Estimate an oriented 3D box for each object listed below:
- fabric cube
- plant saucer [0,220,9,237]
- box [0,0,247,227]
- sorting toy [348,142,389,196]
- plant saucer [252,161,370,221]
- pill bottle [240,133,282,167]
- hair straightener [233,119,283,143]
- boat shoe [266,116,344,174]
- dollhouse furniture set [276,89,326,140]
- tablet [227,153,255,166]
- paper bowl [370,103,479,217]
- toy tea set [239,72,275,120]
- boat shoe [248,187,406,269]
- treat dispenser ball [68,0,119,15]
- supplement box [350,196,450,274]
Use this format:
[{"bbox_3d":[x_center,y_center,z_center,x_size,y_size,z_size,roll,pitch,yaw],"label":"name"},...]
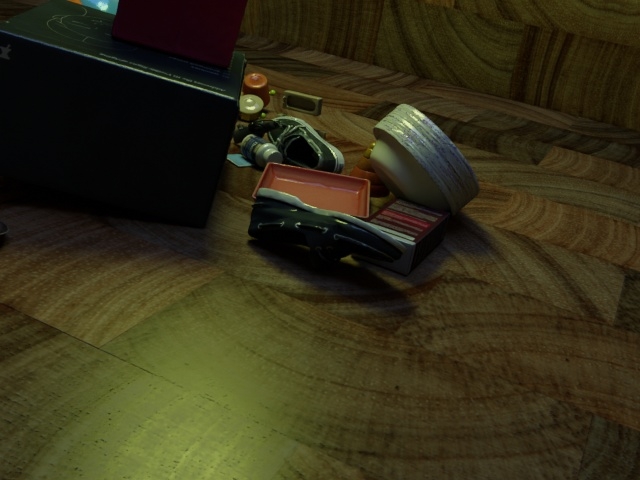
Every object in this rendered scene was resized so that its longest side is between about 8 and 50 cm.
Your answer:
[{"bbox_3d":[-0.299,-0.562,1.589,0.259,0.258,0.254,11,25,-18],"label":"fabric cube"},{"bbox_3d":[-0.631,-0.027,1.253,0.169,0.029,0.168,19,8,-3],"label":"plant saucer"},{"bbox_3d":[-0.430,-0.299,1.593,0.480,0.297,0.471,15,21,-10],"label":"box"},{"bbox_3d":[0.219,-0.211,1.928,0.366,0.126,0.127,-14,33,-41],"label":"sorting toy"},{"bbox_3d":[-0.016,-0.103,1.688,0.259,0.047,0.259,10,25,0],"label":"plant saucer"},{"bbox_3d":[-0.152,-0.229,1.889,0.067,0.067,0.120,-9,30,-36],"label":"pill bottle"},{"bbox_3d":[-0.177,-0.292,1.944,0.089,0.047,0.230,-8,5,-35],"label":"hair straightener"},{"bbox_3d":[-0.069,-0.251,1.918,0.105,0.113,0.306,8,28,-45],"label":"boat shoe"},{"bbox_3d":[-0.068,-0.328,2.042,0.144,0.151,0.123,18,25,22],"label":"dollhouse furniture set"},{"bbox_3d":[-0.213,-0.210,1.898,0.054,0.006,0.083,-9,31,-37],"label":"tablet"},{"bbox_3d":[0.228,-0.170,1.713,0.284,0.148,0.284,48,0,1],"label":"paper bowl"},{"bbox_3d":[-0.316,-0.465,2.345,0.336,0.124,0.200,17,54,8],"label":"toy tea set"},{"bbox_3d":[-0.002,-0.002,1.398,0.340,0.113,0.127,21,-11,23],"label":"boat shoe"},{"bbox_3d":[-0.788,-0.755,2.535,0.288,0.288,0.288,8,24,-4],"label":"treat dispenser ball"},{"bbox_3d":[0.174,-0.016,1.537,0.130,0.073,0.239,20,26,22],"label":"supplement box"}]
